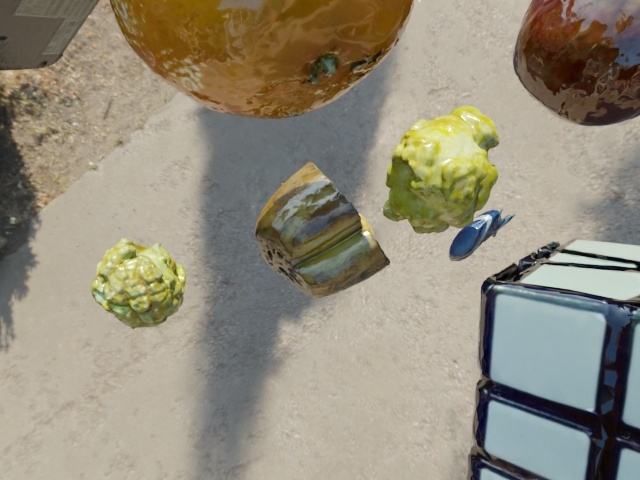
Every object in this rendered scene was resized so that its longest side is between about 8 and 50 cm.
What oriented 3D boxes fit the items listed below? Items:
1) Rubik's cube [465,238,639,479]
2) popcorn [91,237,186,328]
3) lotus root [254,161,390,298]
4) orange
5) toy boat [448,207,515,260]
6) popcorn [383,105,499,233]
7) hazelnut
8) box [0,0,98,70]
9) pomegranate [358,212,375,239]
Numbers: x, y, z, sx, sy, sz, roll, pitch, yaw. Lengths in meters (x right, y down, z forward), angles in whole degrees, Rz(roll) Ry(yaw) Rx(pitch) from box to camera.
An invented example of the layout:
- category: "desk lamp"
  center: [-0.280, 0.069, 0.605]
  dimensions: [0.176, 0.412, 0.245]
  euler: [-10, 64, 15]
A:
- category: "Rubik's cube"
  center: [0.330, 0.163, 0.427]
  dimensions: [0.294, 0.289, 0.283]
  euler: [8, 104, 42]
- category: "popcorn"
  center: [-0.589, 0.153, 1.509]
  dimensions: [0.274, 0.279, 0.335]
  euler: [-48, 125, -19]
- category: "lotus root"
  center: [0.000, 0.000, 1.059]
  dimensions: [0.250, 0.316, 0.316]
  euler: [-39, 83, -11]
- category: "orange"
  center: [-0.067, -0.352, 0.616]
  dimensions: [0.424, 0.424, 0.326]
  euler: [-25, 83, 4]
- category: "toy boat"
  center: [0.496, -0.039, 1.334]
  dimensions: [0.292, 0.210, 0.070]
  euler: [-31, 70, -19]
- category: "popcorn"
  center: [0.250, -0.138, 0.956]
  dimensions: [0.242, 0.250, 0.234]
  euler: [-18, 61, -20]
- category: "hazelnut"
  center: [0.646, -0.482, 1.038]
  dimensions: [0.353, 0.421, 0.420]
  euler: [15, 88, 18]
- category: "box"
  center: [-0.399, -0.373, 0.635]
  dimensions: [0.350, 0.211, 0.058]
  euler: [-33, 100, 28]
- category: "pomegranate"
  center: [0.062, -0.002, 1.403]
  dimensions: [0.216, 0.215, 0.215]
  euler: [0, 86, 6]
